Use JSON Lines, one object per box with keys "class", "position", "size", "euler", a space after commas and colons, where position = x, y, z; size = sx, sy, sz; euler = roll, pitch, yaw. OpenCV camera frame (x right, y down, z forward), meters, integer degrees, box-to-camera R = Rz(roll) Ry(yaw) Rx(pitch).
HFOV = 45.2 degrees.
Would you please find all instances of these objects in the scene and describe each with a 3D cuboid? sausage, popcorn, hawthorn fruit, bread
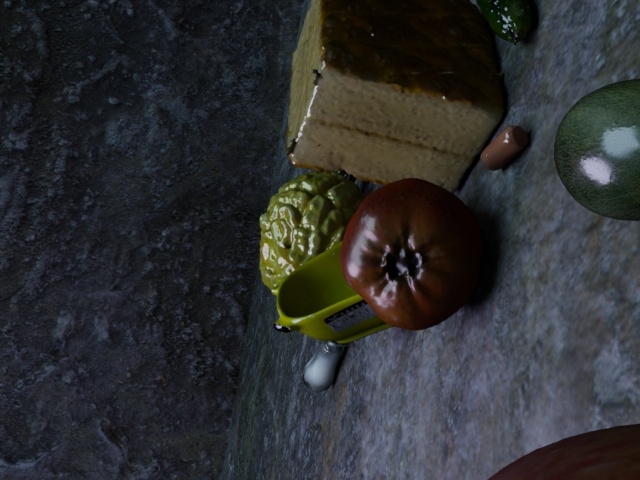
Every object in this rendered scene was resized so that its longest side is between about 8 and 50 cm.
{"class": "sausage", "position": [0.231, -0.116, 0.969], "size": [0.083, 0.034, 0.034], "euler": [129, 150, -65]}
{"class": "popcorn", "position": [0.000, 0.000, 1.437], "size": [0.270, 0.258, 0.224], "euler": [-40, 52, 2]}
{"class": "hawthorn fruit", "position": [0.131, 0.006, 1.041], "size": [0.225, 0.197, 0.196], "euler": [-44, -28, -67]}
{"class": "bread", "position": [0.101, -0.241, 1.135], "size": [0.207, 0.279, 0.279], "euler": [111, 168, -47]}

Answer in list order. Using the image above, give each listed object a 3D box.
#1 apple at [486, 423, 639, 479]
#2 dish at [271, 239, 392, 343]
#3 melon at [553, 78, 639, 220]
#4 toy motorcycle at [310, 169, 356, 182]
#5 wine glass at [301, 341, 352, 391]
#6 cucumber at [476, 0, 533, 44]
{"class": "apple", "position": [0.190, 0.232, 0.324], "size": [0.345, 0.269, 0.344], "euler": [171, 90, -78]}
{"class": "dish", "position": [0.059, 0.087, 1.228], "size": [0.108, 0.262, 0.221], "euler": [61, -174, -21]}
{"class": "melon", "position": [0.253, -0.072, 0.623], "size": [0.167, 0.114, 0.114], "euler": [-157, 78, -75]}
{"class": "toy motorcycle", "position": [0.036, -0.182, 1.708], "size": [0.187, 0.125, 0.274], "euler": [-24, 40, 53]}
{"class": "wine glass", "position": [0.013, 0.237, 1.579], "size": [0.072, 0.072, 0.155], "euler": [-92, 19, -49]}
{"class": "cucumber", "position": [0.245, -0.334, 1.048], "size": [0.227, 0.069, 0.069], "euler": [-96, 20, -44]}
